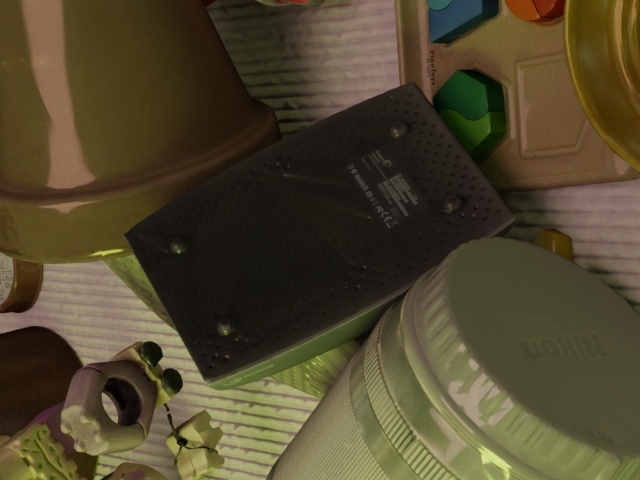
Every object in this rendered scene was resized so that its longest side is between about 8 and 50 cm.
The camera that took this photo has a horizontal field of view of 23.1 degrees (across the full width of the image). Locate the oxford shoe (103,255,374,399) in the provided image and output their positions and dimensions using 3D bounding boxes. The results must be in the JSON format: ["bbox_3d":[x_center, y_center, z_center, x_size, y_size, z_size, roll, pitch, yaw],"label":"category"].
[{"bbox_3d":[-0.075,0.021,1.367,0.130,0.169,0.449,-51,35,-15],"label":"oxford shoe"}]

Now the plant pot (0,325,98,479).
[{"bbox_3d":[-0.386,0.205,1.622,0.215,0.230,0.215,4,96,47],"label":"plant pot"}]

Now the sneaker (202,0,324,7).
[{"bbox_3d":[-0.053,-0.244,1.323,0.314,0.116,0.136,-30,72,43],"label":"sneaker"}]

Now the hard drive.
[{"bbox_3d":[0.000,0.000,1.169,0.172,0.255,0.054,57,171,33],"label":"hard drive"}]

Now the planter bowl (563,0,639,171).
[{"bbox_3d":[0.269,-0.142,1.006,0.217,0.090,0.217,3,94,47],"label":"planter bowl"}]

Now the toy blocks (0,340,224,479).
[{"bbox_3d":[-0.231,0.304,1.380,0.309,0.260,0.288,-32,97,42],"label":"toy blocks"}]

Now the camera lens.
[{"bbox_3d":[0.101,0.161,1.111,0.219,0.219,0.274,55,128,29],"label":"camera lens"}]

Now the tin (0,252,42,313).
[{"bbox_3d":[-0.348,-0.014,1.709,0.106,0.040,0.189,-5,89,42],"label":"tin"}]

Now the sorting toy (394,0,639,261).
[{"bbox_3d":[0.145,-0.095,1.175,0.229,0.041,0.307,-4,90,47],"label":"sorting toy"}]

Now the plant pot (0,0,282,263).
[{"bbox_3d":[-0.179,-0.133,1.311,0.263,0.263,0.229,9,121,46],"label":"plant pot"}]
